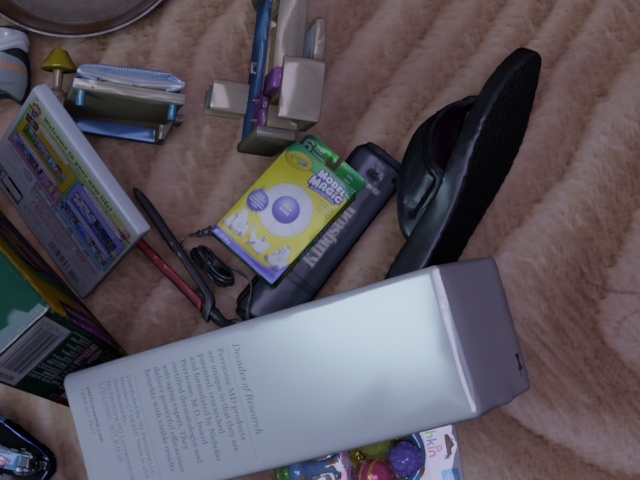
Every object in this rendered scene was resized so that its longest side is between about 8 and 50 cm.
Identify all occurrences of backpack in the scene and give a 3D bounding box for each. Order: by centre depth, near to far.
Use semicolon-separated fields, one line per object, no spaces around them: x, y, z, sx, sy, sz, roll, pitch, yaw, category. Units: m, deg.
-0.422;0.268;1.502;0.173;0.117;0.158;37;84;1;backpack

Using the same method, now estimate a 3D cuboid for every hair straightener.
-0.160;0.016;1.558;0.089;0.047;0.230;-42;72;-7;hair straightener

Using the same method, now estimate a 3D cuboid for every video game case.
-0.307;-0.055;1.517;0.023;0.193;0.212;-33;85;-40;video game case

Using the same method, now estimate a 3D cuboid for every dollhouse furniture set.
-0.169;-0.231;1.484;0.303;0.286;0.198;7;83;-14;dollhouse furniture set

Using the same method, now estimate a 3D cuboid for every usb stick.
0.000;0.000;1.588;0.077;0.045;0.278;38;83;2;usb stick

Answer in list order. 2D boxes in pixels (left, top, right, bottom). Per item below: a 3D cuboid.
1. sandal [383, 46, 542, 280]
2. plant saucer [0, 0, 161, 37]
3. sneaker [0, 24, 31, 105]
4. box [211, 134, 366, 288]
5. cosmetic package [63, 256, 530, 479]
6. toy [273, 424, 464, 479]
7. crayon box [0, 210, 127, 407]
0.138;-0.055;1.550;0.107;0.167;0.446;26;83;22;sandal
-0.313;-0.406;1.615;0.310;0.050;0.311;0;85;-3;plant saucer
-0.491;-0.195;1.561;0.271;0.100;0.108;-10;90;-4;sneaker
-0.036;-0.041;1.549;0.105;0.043;0.179;41;80;7;box
-0.024;0.157;1.394;0.453;0.230;0.161;-17;85;21;cosmetic package
0.058;0.272;1.556;0.237;0.056;0.137;-9;86;-4;toy
-0.382;0.024;1.386;0.106;0.363;0.313;-43;78;-6;crayon box
